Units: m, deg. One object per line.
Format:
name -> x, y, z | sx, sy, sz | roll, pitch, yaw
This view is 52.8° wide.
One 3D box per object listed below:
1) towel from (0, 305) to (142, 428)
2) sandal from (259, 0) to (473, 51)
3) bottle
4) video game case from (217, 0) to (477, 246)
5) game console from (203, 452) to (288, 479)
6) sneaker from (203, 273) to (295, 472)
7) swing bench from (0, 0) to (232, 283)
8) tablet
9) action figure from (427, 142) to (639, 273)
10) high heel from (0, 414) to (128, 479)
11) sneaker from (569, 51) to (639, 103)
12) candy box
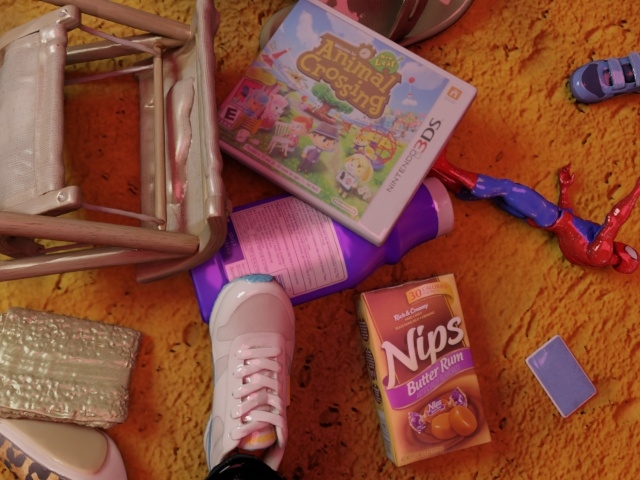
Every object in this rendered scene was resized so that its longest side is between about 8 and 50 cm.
towel -> -0.258, 0.126, 0.637 | 0.148, 0.027, 0.110 | 9, 61, -9
sandal -> 0.072, -0.271, 0.725 | 0.302, 0.086, 0.120 | -35, 89, -11
bottle -> 0.000, 0.000, 0.679 | 0.282, 0.092, 0.118 | -17, 86, -12
video game case -> 0.021, -0.127, 0.652 | 0.212, 0.023, 0.193 | 32, 77, 8
game console -> 0.000, 0.340, 0.612 | 0.213, 0.044, 0.361 | -47, 112, -7
sneaker -> -0.061, 0.142, 0.610 | 0.087, 0.092, 0.229 | -1, 111, -20
swing bench -> -0.217, -0.102, 0.589 | 0.254, 0.165, 0.253 | 0, 67, -14
tablet -> 0.283, 0.159, 0.758 | 0.054, 0.006, 0.083 | -34, 90, -12
action figure -> 0.262, -0.066, 0.735 | 0.280, 0.091, 0.139 | 32, 88, -6
high heel -> -0.235, 0.286, 0.619 | 0.261, 0.093, 0.186 | 24, 100, 5
sneaker -> 0.375, -0.205, 0.790 | 0.144, 0.059, 0.053 | -12, 88, -11
candy box -> 0.108, 0.137, 0.705 | 0.109, 0.053, 0.187 | -11, 84, -11
